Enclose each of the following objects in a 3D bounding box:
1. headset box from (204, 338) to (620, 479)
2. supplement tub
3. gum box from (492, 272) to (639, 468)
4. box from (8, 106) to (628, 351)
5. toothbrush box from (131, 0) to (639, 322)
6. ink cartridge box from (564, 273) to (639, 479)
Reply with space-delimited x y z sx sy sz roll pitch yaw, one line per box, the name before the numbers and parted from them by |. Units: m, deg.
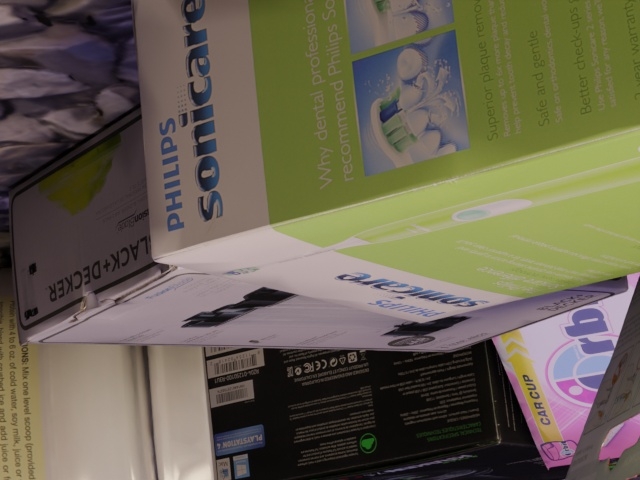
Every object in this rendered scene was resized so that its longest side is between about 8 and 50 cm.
headset box | 0.086 0.116 1.466 0.246 0.131 0.283 -14 165 31
supplement tub | -0.226 0.137 1.190 0.325 0.235 0.235 -5 166 -3
gum box | 0.173 0.063 1.248 0.107 0.062 0.188 -11 131 17
box | 0.000 0.000 1.053 0.290 0.087 0.169 2 164 -34
toothbrush box | 0.099 -0.060 0.785 0.283 0.122 0.206 -16 163 32
ink cartridge box | 0.194 0.019 0.941 0.066 0.232 0.189 19 164 -3
